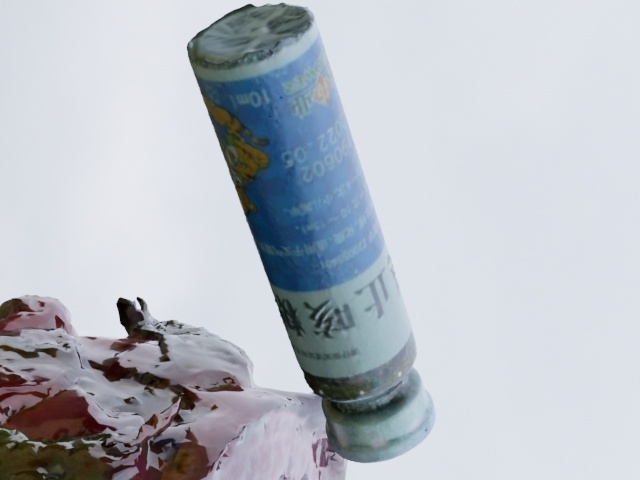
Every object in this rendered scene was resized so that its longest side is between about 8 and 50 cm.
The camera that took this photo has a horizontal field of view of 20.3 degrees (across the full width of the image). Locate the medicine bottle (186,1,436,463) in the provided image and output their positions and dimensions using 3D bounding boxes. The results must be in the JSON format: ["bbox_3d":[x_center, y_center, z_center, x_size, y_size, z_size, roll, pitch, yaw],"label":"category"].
[{"bbox_3d":[0.000,0.000,0.699,0.051,0.051,0.191,-126,-166,-59],"label":"medicine bottle"}]

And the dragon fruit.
[{"bbox_3d":[-0.158,0.171,0.831,0.314,0.263,0.296,-17,119,-71],"label":"dragon fruit"}]
